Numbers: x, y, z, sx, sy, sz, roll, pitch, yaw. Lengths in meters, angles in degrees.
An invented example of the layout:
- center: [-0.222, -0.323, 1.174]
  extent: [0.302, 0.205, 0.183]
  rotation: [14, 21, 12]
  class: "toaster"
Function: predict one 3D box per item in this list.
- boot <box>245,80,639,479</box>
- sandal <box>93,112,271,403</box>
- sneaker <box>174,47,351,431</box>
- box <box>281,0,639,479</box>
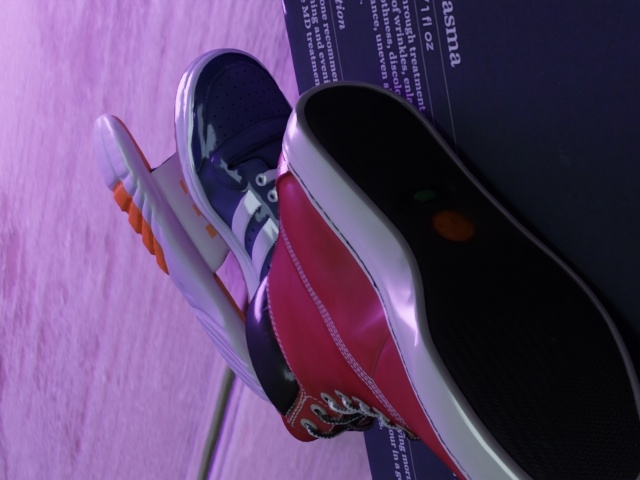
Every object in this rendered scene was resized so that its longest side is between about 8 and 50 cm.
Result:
- center: [0.043, 0.070, 0.657]
  extent: [0.244, 0.088, 0.176]
  rotation: [57, 145, 37]
  class: "boot"
- center: [-0.084, 0.004, 1.145]
  extent: [0.265, 0.076, 0.102]
  rotation: [59, 164, -15]
  class: "sandal"
- center: [0.000, 0.000, 0.986]
  extent: [0.153, 0.099, 0.282]
  rotation: [-1, 110, 60]
  class: "sneaker"
- center: [0.159, -0.015, 0.686]
  extent: [0.312, 0.179, 0.343]
  rotation: [4, 108, 56]
  class: "box"
